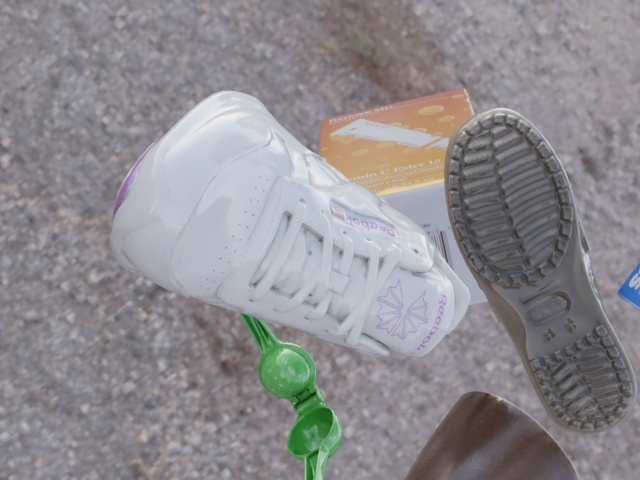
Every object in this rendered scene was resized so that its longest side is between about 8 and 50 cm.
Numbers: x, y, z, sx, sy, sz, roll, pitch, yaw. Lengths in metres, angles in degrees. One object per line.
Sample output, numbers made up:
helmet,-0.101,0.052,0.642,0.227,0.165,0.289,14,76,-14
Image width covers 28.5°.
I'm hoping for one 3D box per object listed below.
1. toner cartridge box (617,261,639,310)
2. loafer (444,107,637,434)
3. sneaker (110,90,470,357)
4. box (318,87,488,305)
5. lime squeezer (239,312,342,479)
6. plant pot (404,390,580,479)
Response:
toner cartridge box,0.494,0.090,1.306,0.348,0.165,0.075,33,6,-17
loafer,0.171,0.025,1.016,0.092,0.102,0.268,11,60,-84
sneaker,0.000,0.000,0.734,0.152,0.114,0.305,30,7,26
box,0.117,-0.052,1.638,0.345,0.215,0.168,-89,166,-67
lime squeezer,-0.038,0.145,1.171,0.110,0.059,0.310,9,50,-45
plant pot,0.189,0.354,1.660,0.230,0.215,0.215,-40,94,-25
